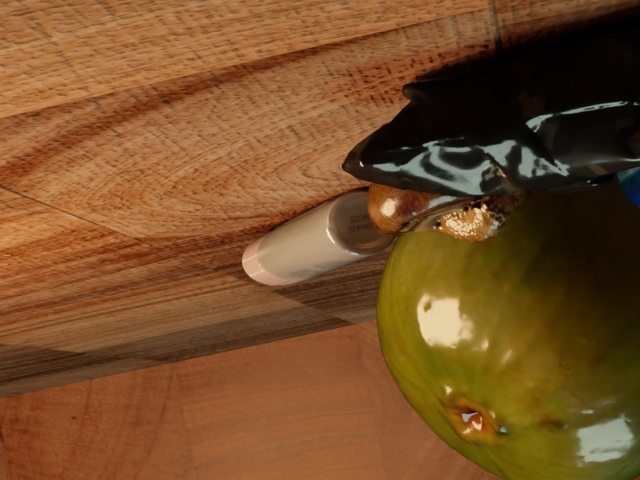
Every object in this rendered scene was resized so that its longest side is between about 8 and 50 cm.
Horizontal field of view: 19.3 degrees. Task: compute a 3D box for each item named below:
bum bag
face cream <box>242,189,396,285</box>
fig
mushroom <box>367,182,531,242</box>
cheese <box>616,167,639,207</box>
[{"bbox_3d":[0.172,-0.080,1.096,0.340,0.095,0.144,-12,-171,16],"label":"bum bag"},{"bbox_3d":[0.000,0.000,1.653,0.084,0.057,0.198,-8,175,-24],"label":"face cream"},{"bbox_3d":[0.210,0.052,1.594,0.316,0.316,0.316,-11,174,-1],"label":"fig"},{"bbox_3d":[0.093,-0.034,1.373,0.127,0.087,0.127,-11,169,-2],"label":"mushroom"},{"bbox_3d":[0.374,-0.075,1.330,0.329,0.129,0.217,-10,172,-12],"label":"cheese"}]
